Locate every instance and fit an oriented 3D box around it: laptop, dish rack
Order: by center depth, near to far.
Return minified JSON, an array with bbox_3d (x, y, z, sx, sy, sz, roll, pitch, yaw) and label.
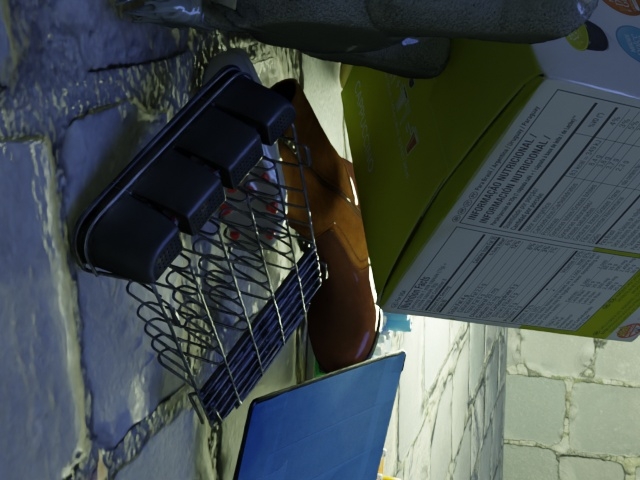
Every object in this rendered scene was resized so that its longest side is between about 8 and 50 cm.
[{"bbox_3d":[-0.078,0.020,0.775,0.208,0.074,0.271,-52,151,-29],"label":"dish rack"},{"bbox_3d":[0.065,0.369,1.001,0.236,0.408,0.382,-45,162,21],"label":"laptop"}]

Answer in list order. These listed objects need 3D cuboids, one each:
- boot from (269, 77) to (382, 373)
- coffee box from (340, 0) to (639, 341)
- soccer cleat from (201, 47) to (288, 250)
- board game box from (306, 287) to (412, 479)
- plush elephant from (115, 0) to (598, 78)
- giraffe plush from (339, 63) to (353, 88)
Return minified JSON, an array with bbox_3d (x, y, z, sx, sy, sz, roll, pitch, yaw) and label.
[{"bbox_3d":[0.000,0.000,1.033,0.280,0.096,0.264,49,48,-64],"label":"boot"},{"bbox_3d":[0.244,-0.135,0.989,0.338,0.334,0.338,119,-29,-46],"label":"coffee box"},{"bbox_3d":[-0.065,-0.083,0.869,0.076,0.068,0.196,-70,156,-56],"label":"soccer cleat"},{"bbox_3d":[0.061,0.277,1.350,0.390,0.050,0.390,-13,107,-71],"label":"board game box"},{"bbox_3d":[0.015,-0.279,0.722,0.272,0.330,0.255,-175,-92,-75],"label":"plush elephant"},{"bbox_3d":[0.093,-0.291,1.201,0.210,0.181,0.170,35,41,-28],"label":"giraffe plush"}]
